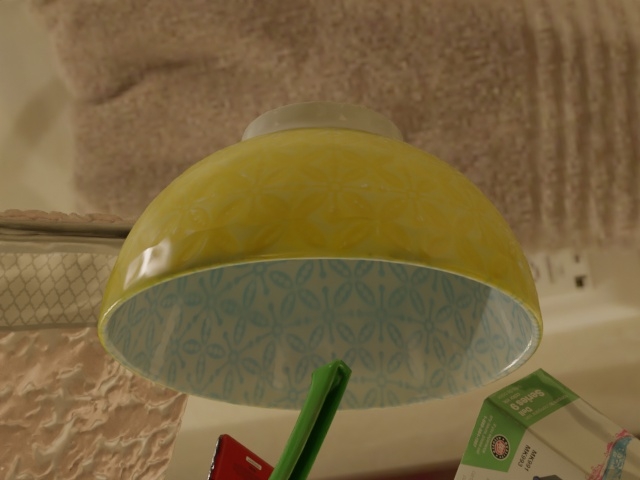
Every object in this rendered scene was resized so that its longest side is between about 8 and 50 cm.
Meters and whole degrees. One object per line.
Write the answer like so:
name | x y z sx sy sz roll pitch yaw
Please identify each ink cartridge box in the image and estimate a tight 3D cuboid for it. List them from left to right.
ink cartridge box | 0.224 0.238 1.125 0.093 0.212 0.154 -19 -45 -45

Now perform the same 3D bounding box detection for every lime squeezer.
lime squeezer | -0.020 0.199 0.568 0.310 0.110 0.059 -96 -13 -45

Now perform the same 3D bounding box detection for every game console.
game console | -0.137 0.364 1.866 0.144 0.085 0.124 44 -134 -39

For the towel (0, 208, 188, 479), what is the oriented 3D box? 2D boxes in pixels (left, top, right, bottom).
towel | -0.240 0.124 1.237 0.332 0.053 0.317 0 -67 -49

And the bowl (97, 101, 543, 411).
bowl | 0.000 0.000 0.885 0.289 0.290 0.156 56 -150 -61
